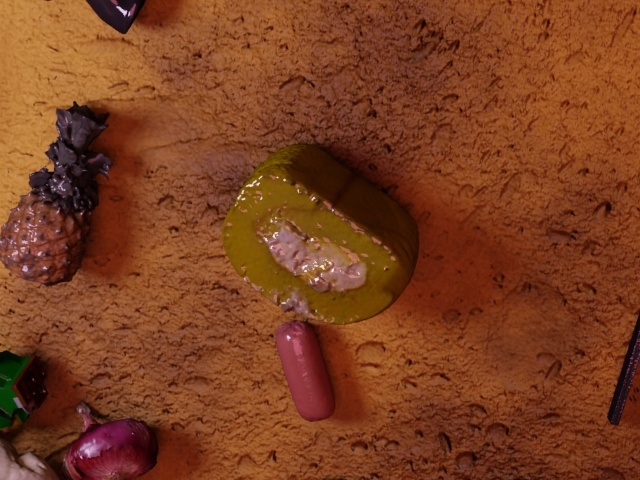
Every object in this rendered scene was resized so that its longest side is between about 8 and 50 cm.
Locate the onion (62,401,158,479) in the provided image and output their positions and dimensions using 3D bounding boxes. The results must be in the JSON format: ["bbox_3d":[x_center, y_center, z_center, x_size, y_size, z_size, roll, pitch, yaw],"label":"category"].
[{"bbox_3d":[-0.319,0.293,1.873,0.150,0.150,0.140,-30,63,11],"label":"onion"}]

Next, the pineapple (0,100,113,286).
[{"bbox_3d":[-0.356,-0.065,1.754,0.128,0.128,0.248,23,103,-4],"label":"pineapple"}]

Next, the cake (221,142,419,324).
[{"bbox_3d":[0.000,0.000,1.737,0.260,0.156,0.179,36,121,-3],"label":"cake"}]

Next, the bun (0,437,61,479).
[{"bbox_3d":[-0.499,0.375,1.842,0.259,0.259,0.160,-28,69,11],"label":"bun"}]

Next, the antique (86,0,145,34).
[{"bbox_3d":[-0.290,-0.442,1.598,0.255,0.185,0.322,31,110,-8],"label":"antique"}]

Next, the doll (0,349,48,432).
[{"bbox_3d":[-0.485,0.225,1.854,0.134,0.106,0.186,39,121,-13],"label":"doll"}]

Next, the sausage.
[{"bbox_3d":[-0.022,0.188,1.842,0.062,0.062,0.154,-14,106,7],"label":"sausage"}]

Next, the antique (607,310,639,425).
[{"bbox_3d":[0.448,0.178,1.832,0.015,0.031,0.192,12,108,-1],"label":"antique"}]
